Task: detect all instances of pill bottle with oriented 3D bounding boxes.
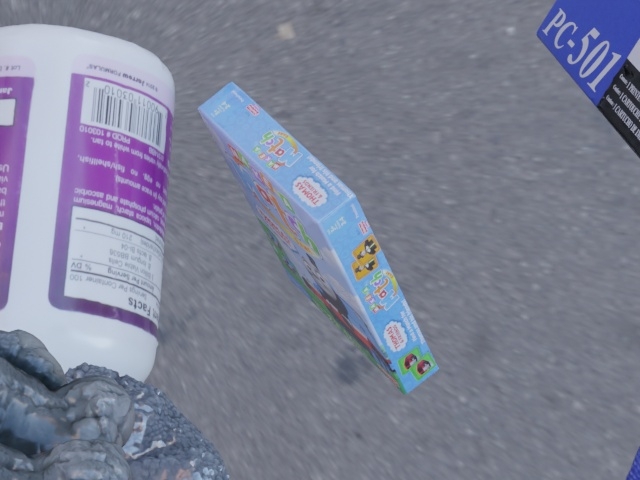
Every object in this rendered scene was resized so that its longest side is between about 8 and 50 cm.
[{"bbox_3d":[-0.194,0.017,1.334,0.169,0.169,0.301,6,74,-9],"label":"pill bottle"}]

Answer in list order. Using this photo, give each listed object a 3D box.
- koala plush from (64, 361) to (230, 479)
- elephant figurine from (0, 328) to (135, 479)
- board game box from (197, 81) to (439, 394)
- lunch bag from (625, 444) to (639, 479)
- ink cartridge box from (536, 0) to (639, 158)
[{"bbox_3d":[-0.140,0.197,1.028,0.196,0.221,0.203,16,57,-2],"label":"koala plush"},{"bbox_3d":[-0.198,0.048,0.708,0.239,0.169,0.186,41,76,-27],"label":"elephant figurine"},{"bbox_3d":[0.000,0.000,1.388,0.039,0.160,0.211,-37,138,-10],"label":"board game box"},{"bbox_3d":[0.245,0.120,0.491,0.239,0.385,0.328,-27,58,-34],"label":"lunch bag"},{"bbox_3d":[0.173,-0.088,0.885,0.046,0.207,0.097,23,111,-24],"label":"ink cartridge box"}]
